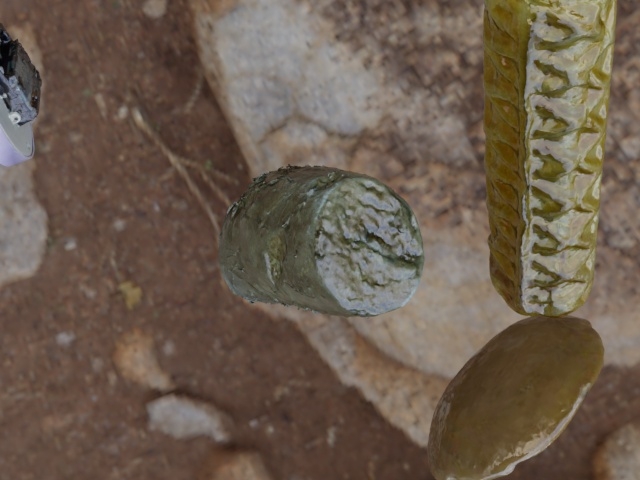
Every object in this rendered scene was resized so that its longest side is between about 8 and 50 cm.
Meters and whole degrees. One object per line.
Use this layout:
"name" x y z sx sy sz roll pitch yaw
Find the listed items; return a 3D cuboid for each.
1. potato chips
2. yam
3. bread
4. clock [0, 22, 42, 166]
"potato chips" 0.175 0.141 1.329 0.208 0.195 0.062 -36 110 11
"yam" 0.000 0.000 0.949 0.107 0.183 0.107 -2 95 -24
"bread" 0.155 -0.063 0.960 0.084 0.077 0.367 1 144 9
"clock" -0.384 -0.195 1.666 0.064 0.198 0.172 -20 127 6
